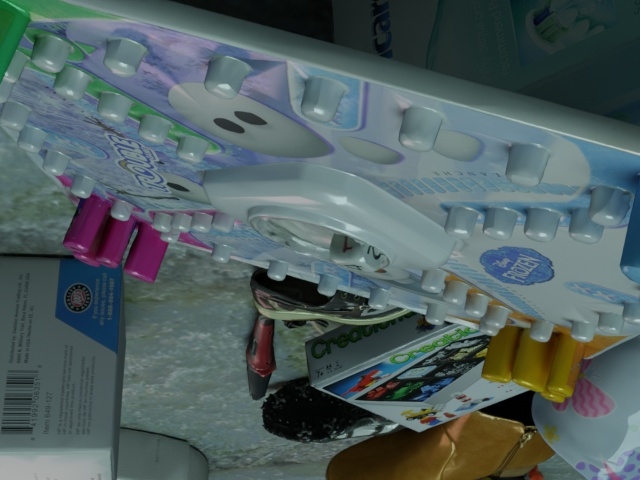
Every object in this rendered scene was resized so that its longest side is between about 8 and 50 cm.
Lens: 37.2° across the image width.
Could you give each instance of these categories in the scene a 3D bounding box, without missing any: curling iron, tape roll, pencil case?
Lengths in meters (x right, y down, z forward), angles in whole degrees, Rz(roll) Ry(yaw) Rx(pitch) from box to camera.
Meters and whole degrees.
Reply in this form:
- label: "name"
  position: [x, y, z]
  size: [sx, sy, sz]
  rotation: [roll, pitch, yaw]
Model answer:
- label: "curling iron"
  position: [-0.047, 0.118, 0.963]
  size: [0.068, 0.035, 0.274]
  rotation: [3, 151, -12]
- label: "tape roll"
  position: [-0.347, 0.347, 1.321]
  size: [0.392, 0.072, 0.392]
  rotation: [-2, 152, -1]
- label: "pencil case"
  position: [0.273, 0.066, 0.725]
  size: [0.113, 0.124, 0.273]
  rotation: [21, 120, -13]

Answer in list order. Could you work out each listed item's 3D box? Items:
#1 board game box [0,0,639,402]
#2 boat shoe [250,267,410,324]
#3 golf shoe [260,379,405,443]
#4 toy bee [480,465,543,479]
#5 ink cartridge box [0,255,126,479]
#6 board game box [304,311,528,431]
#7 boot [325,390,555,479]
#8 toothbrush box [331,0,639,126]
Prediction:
- label: "board game box"
  position: [0.000, 0.000, 0.518]
  size: [0.390, 0.050, 0.390]
  rotation: [16, 167, 5]
- label: "boat shoe"
  position: [0.014, 0.041, 0.807]
  size: [0.152, 0.056, 0.049]
  rotation: [-6, 157, 6]
- label: "golf shoe"
  position: [0.034, 0.199, 1.080]
  size: [0.198, 0.077, 0.094]
  rotation: [-7, 152, 10]
- label: "toy bee"
  position: [0.286, 0.420, 1.429]
  size: [0.162, 0.195, 0.298]
  rotation: [-37, 132, 9]
- label: "ink cartridge box"
  position: [-0.288, 0.123, 0.806]
  size: [0.233, 0.171, 0.168]
  rotation: [3, 151, -9]
- label: "board game box"
  position: [0.164, 0.087, 0.879]
  size: [0.305, 0.053, 0.193]
  rotation: [-27, 144, 26]
- label: "boot"
  position: [0.154, 0.237, 1.155]
  size: [0.295, 0.104, 0.211]
  rotation: [-6, 147, -5]
- label: "toothbrush box"
  position: [0.185, -0.093, 0.503]
  size: [0.296, 0.126, 0.216]
  rotation: [-23, 145, 32]
